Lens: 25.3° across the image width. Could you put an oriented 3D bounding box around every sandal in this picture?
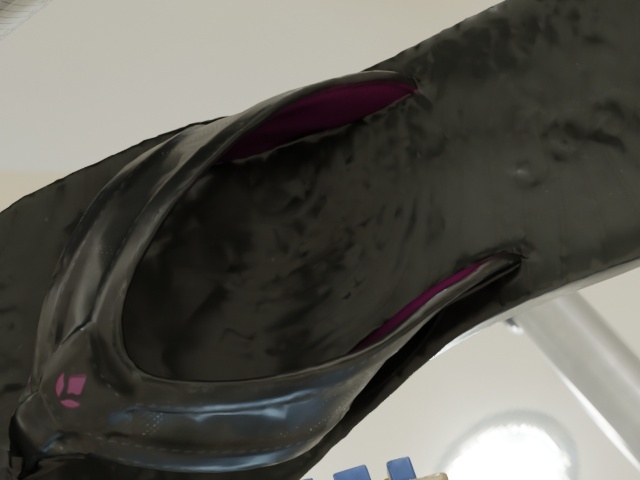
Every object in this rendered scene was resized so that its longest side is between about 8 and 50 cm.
[{"bbox_3d":[0.000,-0.003,0.569,0.446,0.167,0.107,-31,-14,-11],"label":"sandal"}]

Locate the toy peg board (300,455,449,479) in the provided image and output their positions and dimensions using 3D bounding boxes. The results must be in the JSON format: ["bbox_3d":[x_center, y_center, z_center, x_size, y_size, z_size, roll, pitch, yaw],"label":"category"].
[{"bbox_3d":[0.012,0.222,1.084,0.161,0.079,0.161,-13,-45,-8],"label":"toy peg board"}]

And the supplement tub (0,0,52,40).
[{"bbox_3d":[-0.175,-0.187,0.604,0.338,0.207,0.207,-32,-47,19],"label":"supplement tub"}]
